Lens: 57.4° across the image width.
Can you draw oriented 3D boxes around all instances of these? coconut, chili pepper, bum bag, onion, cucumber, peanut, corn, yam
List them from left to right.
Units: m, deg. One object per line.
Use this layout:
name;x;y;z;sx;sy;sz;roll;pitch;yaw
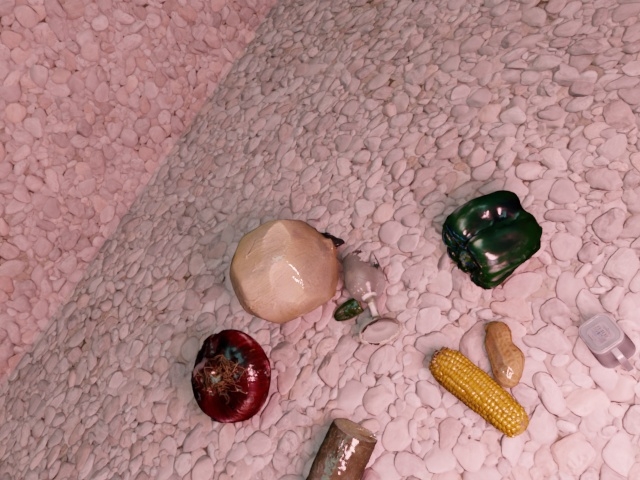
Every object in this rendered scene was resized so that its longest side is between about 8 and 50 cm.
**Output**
onion;-0.291;0.451;1.943;0.313;0.232;0.314;-4;82;30
coconut;-0.108;0.096;1.975;0.360;0.346;0.347;-26;47;28
bum bag;0.000;0.000;2.165;0.087;0.049;0.197;-25;31;-37
yam;0.051;0.620;1.620;0.153;0.154;0.255;15;67;42
cucumber;0.087;0.230;1.949;0.107;0.035;0.067;-32;47;16
corn;0.407;0.390;1.543;0.115;0.115;0.317;-50;46;-5
chili pepper;0.499;-0.006;1.694;0.256;0.233;0.249;-31;61;2
peanut;0.491;0.299;1.568;0.093;0.083;0.194;-31;46;33

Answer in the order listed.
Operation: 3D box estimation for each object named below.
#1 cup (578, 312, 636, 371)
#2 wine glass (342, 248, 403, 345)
cup;0.702;0.255;1.419;0.095;0.129;0.128;-39;48;15
wine glass;0.154;0.174;1.867;0.143;0.143;0.321;-30;47;15
